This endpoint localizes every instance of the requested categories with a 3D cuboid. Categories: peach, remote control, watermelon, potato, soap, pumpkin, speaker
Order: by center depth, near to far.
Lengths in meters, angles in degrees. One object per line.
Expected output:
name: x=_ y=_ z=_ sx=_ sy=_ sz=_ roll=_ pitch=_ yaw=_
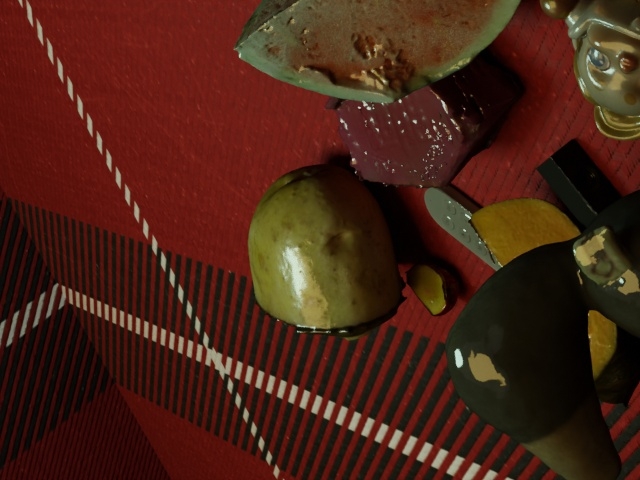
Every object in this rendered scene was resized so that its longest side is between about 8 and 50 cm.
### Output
watermelon: x=0.058 y=-0.270 z=1.516 sx=0.305 sy=0.180 sz=0.224 roll=-30 pitch=74 yaw=28
speaker: x=0.326 y=-0.025 z=1.619 sx=0.191 sy=0.040 sz=0.046 roll=51 pitch=158 yaw=3
pumpkin: x=0.320 y=0.055 z=1.692 sx=0.111 sy=0.163 sz=0.278 roll=-44 pitch=63 yaw=24
soap: x=0.125 y=-0.161 z=1.716 sx=0.289 sy=0.112 sz=0.182 roll=6 pitch=132 yaw=57
remote control: x=0.229 y=0.006 z=1.860 sx=0.245 sy=0.022 sz=0.077 roll=41 pitch=155 yaw=26
peach: x=0.163 y=0.067 z=2.028 sx=0.083 sy=0.050 sz=0.077 roll=4 pitch=104 yaw=48
potato: x=0.000 y=0.000 z=2.050 sx=0.242 sy=0.242 sz=0.285 roll=63 pitch=180 yaw=-22

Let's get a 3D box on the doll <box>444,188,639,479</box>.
doll: x=0.362 y=0.115 z=1.436 sx=0.378 sy=0.252 sz=0.382 roll=-28 pitch=104 yaw=36

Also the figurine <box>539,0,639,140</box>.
figurine: x=0.300 y=-0.227 z=1.294 sx=0.194 sy=0.133 sz=0.274 roll=7 pitch=128 yaw=28
